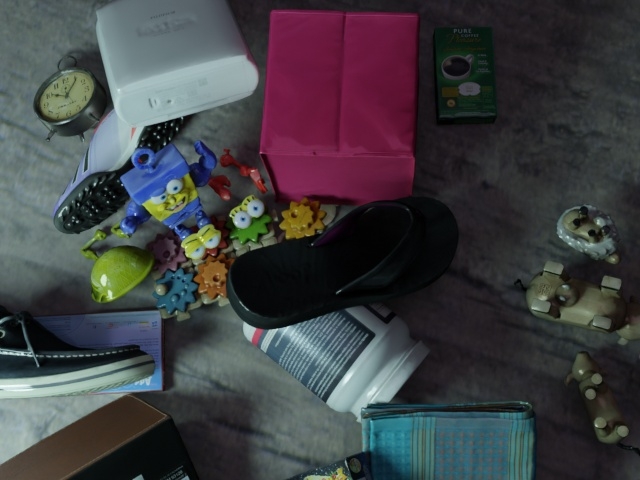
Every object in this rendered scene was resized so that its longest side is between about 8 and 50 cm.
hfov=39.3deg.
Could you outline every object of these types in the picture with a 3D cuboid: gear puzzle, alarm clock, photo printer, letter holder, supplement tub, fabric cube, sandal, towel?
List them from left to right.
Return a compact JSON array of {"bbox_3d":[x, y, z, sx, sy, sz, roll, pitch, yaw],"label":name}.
[{"bbox_3d":[-0.465,-0.271,1.673,0.129,0.064,0.192,-19,62,8],"label":"alarm clock"},{"bbox_3d":[-0.382,0.399,1.453,0.302,0.214,0.152,-29,108,-27],"label":"letter holder"},{"bbox_3d":[-0.269,-0.356,1.622,0.256,0.107,0.307,-16,49,-7],"label":"photo printer"},{"bbox_3d":[-0.147,0.014,1.572,0.339,0.044,0.175,-20,63,5],"label":"gear puzzle"},{"bbox_3d":[0.025,0.162,1.496,0.272,0.191,0.191,38,81,10],"label":"supplement tub"},{"bbox_3d":[0.038,-0.219,1.549,0.259,0.254,0.258,3,75,3],"label":"fabric cube"},{"bbox_3d":[0.064,0.020,1.423,0.446,0.107,0.167,-21,63,-32],"label":"sandal"},{"bbox_3d":[0.205,0.430,1.421,0.272,0.040,0.370,-2,105,2],"label":"towel"}]

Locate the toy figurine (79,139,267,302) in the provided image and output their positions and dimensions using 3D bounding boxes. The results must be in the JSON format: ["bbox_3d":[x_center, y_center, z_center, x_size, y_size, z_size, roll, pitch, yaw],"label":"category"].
[{"bbox_3d":[-0.292,-0.082,1.522,0.363,0.217,0.191,-33,53,-5],"label":"toy figurine"}]

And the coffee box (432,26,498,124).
[{"bbox_3d":[0.270,-0.309,1.676,0.113,0.040,0.184,-2,77,1],"label":"coffee box"}]

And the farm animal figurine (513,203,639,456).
[{"bbox_3d":[0.480,0.146,1.509,0.327,0.172,0.330,34,88,21],"label":"farm animal figurine"}]

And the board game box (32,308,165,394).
[{"bbox_3d":[-0.416,0.201,1.585,0.281,0.027,0.145,-3,75,1],"label":"board game box"}]

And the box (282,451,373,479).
[{"bbox_3d":[0.008,0.443,1.426,0.044,0.233,0.159,-8,72,-44],"label":"box"}]

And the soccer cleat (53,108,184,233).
[{"bbox_3d":[-0.386,-0.151,1.639,0.116,0.108,0.318,33,81,28],"label":"soccer cleat"}]

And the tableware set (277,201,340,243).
[{"bbox_3d":[0.000,0.000,1.623,0.141,0.020,0.168,36,80,9],"label":"tableware set"}]

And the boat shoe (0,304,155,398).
[{"bbox_3d":[-0.523,0.183,1.488,0.500,0.187,0.156,0,82,7],"label":"boat shoe"}]
